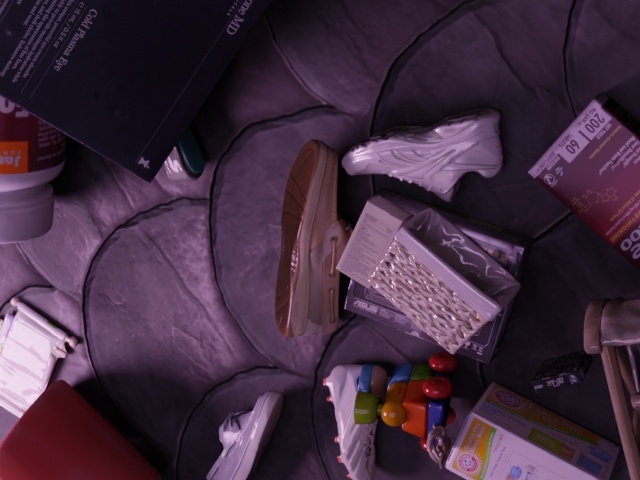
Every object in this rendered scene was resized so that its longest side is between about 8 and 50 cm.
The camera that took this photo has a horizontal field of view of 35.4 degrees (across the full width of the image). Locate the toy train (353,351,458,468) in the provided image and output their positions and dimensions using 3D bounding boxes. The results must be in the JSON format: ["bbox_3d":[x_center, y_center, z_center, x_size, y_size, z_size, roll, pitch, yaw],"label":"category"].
[{"bbox_3d":[0.109,0.238,1.378,0.144,0.248,0.105,3,107,12],"label":"toy train"}]

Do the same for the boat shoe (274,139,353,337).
[{"bbox_3d":[0.000,0.000,1.461,0.098,0.109,0.302,1,110,-17],"label":"boat shoe"}]

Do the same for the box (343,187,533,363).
[{"bbox_3d":[0.162,0.048,1.418,0.231,0.056,0.183,19,111,18],"label":"box"}]

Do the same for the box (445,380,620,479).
[{"bbox_3d":[0.296,0.303,1.400,0.203,0.114,0.103,26,116,16],"label":"box"}]

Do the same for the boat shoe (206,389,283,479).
[{"bbox_3d":[-0.130,0.323,1.618,0.081,0.079,0.227,29,118,9],"label":"boat shoe"}]

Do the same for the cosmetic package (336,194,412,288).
[{"bbox_3d":[0.074,0.002,1.388,0.060,0.041,0.115,33,116,14],"label":"cosmetic package"}]

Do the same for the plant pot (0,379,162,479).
[{"bbox_3d":[-0.420,0.410,1.686,0.243,0.275,0.275,34,117,0],"label":"plant pot"}]

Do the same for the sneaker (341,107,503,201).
[{"bbox_3d":[0.140,-0.102,1.367,0.232,0.090,0.115,-9,105,27],"label":"sneaker"}]

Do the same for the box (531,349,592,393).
[{"bbox_3d":[0.330,0.178,1.365,0.067,0.083,0.018,-20,95,27],"label":"box"}]

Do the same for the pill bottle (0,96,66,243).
[{"bbox_3d":[-0.504,-0.208,1.544,0.224,0.224,0.392,14,111,20],"label":"pill bottle"}]

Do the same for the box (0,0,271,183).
[{"bbox_3d":[-0.270,-0.311,1.328,0.313,0.179,0.343,32,104,-18],"label":"box"}]

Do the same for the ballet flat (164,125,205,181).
[{"bbox_3d":[-0.236,-0.190,1.519,0.068,0.072,0.213,-9,101,35],"label":"ballet flat"}]

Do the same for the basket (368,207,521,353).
[{"bbox_3d":[0.161,0.055,1.324,0.167,0.113,0.103,40,119,10],"label":"basket"}]

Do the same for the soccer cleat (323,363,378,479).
[{"bbox_3d":[0.061,0.283,1.530,0.076,0.068,0.196,-10,98,23],"label":"soccer cleat"}]

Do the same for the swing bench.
[{"bbox_3d":[0.478,0.150,1.208,0.253,0.165,0.254,-11,119,26],"label":"swing bench"}]

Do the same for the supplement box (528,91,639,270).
[{"bbox_3d":[0.399,-0.059,1.270,0.239,0.073,0.130,42,117,6],"label":"supplement box"}]

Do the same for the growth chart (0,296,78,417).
[{"bbox_3d":[-0.545,0.216,1.806,0.172,0.021,0.237,38,117,10],"label":"growth chart"}]
